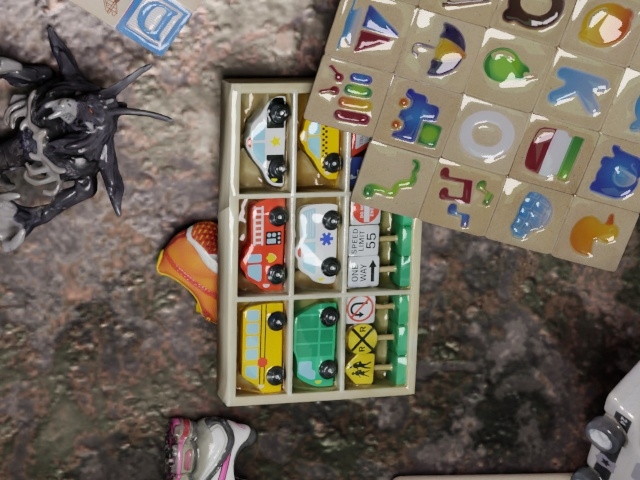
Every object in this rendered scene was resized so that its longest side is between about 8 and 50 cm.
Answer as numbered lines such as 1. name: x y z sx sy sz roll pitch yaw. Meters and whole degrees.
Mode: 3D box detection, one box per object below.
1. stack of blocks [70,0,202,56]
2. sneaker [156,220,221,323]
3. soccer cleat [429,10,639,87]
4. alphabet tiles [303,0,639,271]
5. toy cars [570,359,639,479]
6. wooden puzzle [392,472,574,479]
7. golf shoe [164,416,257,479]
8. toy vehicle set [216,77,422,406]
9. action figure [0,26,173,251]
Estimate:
1. stack of blocks: -0.195 -0.290 1.298 0.297 0.087 0.171 31 107 -21
2. sneaker: -0.065 0.051 1.505 0.067 0.064 0.175 -34 114 32
3. soccer cleat: 0.218 -0.186 1.406 0.318 0.108 0.116 -1 117 -5
4. alphabet tiles: 0.174 -0.125 1.372 0.343 0.011 0.285 15 115 -8
5. toy cars: 0.334 0.092 1.512 0.087 0.176 0.393 36 110 21
6. wooden puzzle: 0.167 0.323 1.669 0.221 0.044 0.238 0 115 -10
7. golf shoe: -0.099 0.244 1.576 0.086 0.067 0.186 2 114 -12
8. toy vehicle set: 0.000 0.000 1.451 0.166 0.035 0.266 -3 103 -18
9. action figure: -0.256 -0.065 1.360 0.276 0.141 0.164 -23 87 7
